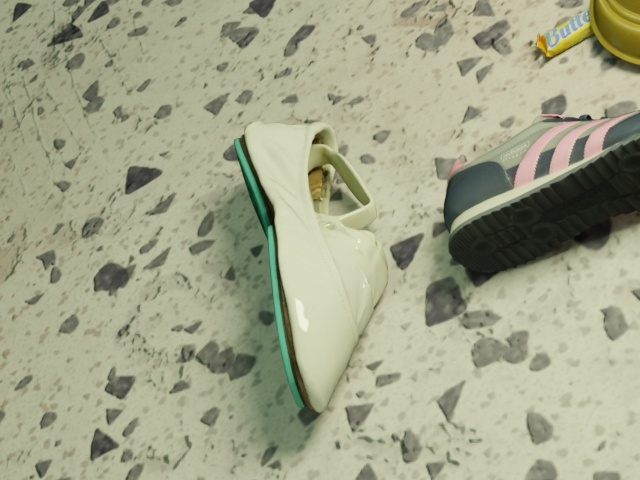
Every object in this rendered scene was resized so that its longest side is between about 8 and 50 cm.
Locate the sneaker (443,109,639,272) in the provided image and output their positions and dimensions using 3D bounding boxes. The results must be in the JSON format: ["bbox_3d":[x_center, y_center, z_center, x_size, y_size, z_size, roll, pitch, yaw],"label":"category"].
[{"bbox_3d":[0.257,-0.087,1.391,0.319,0.112,0.131,-21,45,19],"label":"sneaker"}]

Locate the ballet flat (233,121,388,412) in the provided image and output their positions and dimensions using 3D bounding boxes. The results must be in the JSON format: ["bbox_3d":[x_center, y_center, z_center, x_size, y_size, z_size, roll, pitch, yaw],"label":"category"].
[{"bbox_3d":[0.000,0.000,1.508,0.139,0.139,0.400,-29,39,12],"label":"ballet flat"}]

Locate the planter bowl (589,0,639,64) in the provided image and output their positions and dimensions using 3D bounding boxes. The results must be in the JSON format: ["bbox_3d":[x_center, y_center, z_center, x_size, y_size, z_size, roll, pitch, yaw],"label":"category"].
[{"bbox_3d":[0.364,-0.285,1.497,0.217,0.090,0.217,-16,49,19],"label":"planter bowl"}]

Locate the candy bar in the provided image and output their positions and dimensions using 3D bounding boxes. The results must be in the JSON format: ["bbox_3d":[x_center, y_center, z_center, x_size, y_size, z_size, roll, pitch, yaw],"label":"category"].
[{"bbox_3d":[0.301,-0.242,1.579,0.161,0.018,0.040,-29,40,10],"label":"candy bar"}]
